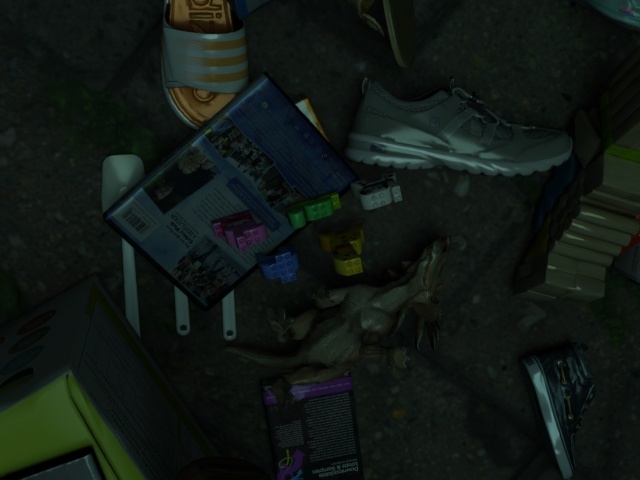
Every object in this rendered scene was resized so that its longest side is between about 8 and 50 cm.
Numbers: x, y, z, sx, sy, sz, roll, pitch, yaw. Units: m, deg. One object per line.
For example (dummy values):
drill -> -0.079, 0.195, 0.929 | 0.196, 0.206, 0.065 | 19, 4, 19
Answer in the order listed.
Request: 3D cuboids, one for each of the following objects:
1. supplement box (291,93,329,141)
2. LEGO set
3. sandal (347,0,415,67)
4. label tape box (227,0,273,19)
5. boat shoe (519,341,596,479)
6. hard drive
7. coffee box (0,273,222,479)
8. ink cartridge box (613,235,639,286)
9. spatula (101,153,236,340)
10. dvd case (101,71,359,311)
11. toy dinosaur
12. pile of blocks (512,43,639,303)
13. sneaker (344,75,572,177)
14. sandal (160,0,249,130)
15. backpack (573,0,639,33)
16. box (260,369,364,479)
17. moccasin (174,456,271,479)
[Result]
supplement box -> -0.048, -0.124, 1.223 | 0.098, 0.036, 0.062 | -28, 110, -2
LEGO set -> 0.000, 0.000, 1.189 | 0.227, 0.093, 0.087 | -17, 116, -8
sandal -> 0.052, -0.315, 1.186 | 0.079, 0.088, 0.240 | -5, 100, 24
label tape box -> -0.067, -0.450, 1.084 | 0.249, 0.115, 0.347 | -30, 81, -1
boat shoe -> 0.331, 0.227, 1.363 | 0.083, 0.065, 0.183 | -19, 106, -3
hard drive -> -0.232, 0.265, 0.943 | 0.094, 0.022, 0.135 | -19, 105, -3
coffee box -> -0.310, 0.296, 1.127 | 0.338, 0.334, 0.338 | -30, 107, 1
ink cartridge box -> 0.504, -0.017, 1.317 | 0.218, 0.092, 0.158 | 4, 103, -13
spatula -> -0.177, 0.012, 1.249 | 0.168, 0.019, 0.242 | -3, 109, -10
dvd case -> -0.102, -0.051, 1.204 | 0.253, 0.022, 0.180 | -41, 119, 5
toy dinosaur -> 0.038, 0.113, 1.262 | 0.296, 0.200, 0.127 | -27, 83, 22
pile of blocks -> 0.359, -0.067, 1.248 | 0.113, 0.149, 0.362 | 15, 124, -15
sneaker -> 0.172, -0.138, 1.224 | 0.281, 0.105, 0.115 | 3, 98, -13
sandal -> -0.135, -0.248, 1.156 | 0.102, 0.076, 0.265 | -6, 105, -8
backpack -> 0.382, -0.309, 1.171 | 0.166, 0.188, 0.144 | 17, 101, -14
box -> -0.010, 0.248, 1.330 | 0.116, 0.029, 0.162 | -9, 104, -7
moccasin -> -0.105, 0.391, 0.932 | 0.139, 0.147, 0.380 | 14, 105, -13
